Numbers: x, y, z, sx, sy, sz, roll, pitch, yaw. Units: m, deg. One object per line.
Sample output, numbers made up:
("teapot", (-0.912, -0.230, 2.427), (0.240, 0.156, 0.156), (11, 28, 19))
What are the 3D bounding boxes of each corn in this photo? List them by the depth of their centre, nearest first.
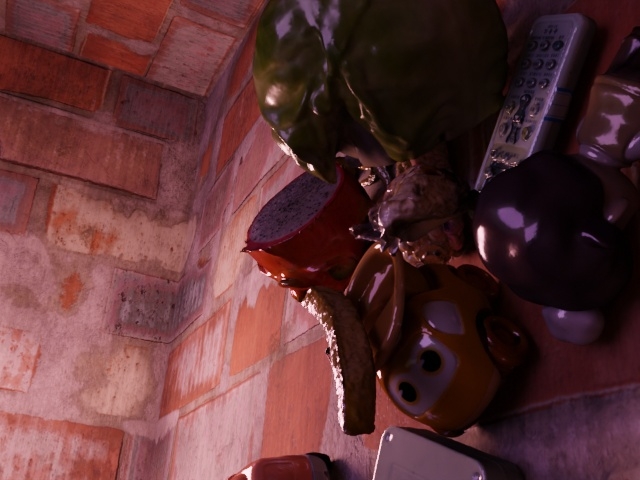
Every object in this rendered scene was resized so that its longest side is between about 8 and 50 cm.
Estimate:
("corn", (0.191, -0.101, 1.341), (0.127, 0.126, 0.335), (-51, 29, 46))

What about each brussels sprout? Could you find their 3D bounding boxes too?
("brussels sprout", (0.086, -0.319, 1.234), (0.425, 0.361, 0.342), (-20, 25, 16))

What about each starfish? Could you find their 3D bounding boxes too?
("starfish", (0.136, -0.187, 1.638), (0.223, 0.050, 0.217), (-29, 42, 54))

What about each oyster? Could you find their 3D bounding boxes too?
("oyster", (0.139, -0.050, 1.056), (0.100, 0.275, 0.271), (63, 151, 4))

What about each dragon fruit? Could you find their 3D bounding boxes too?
("dragon fruit", (0.000, 0.000, 1.612), (0.305, 0.226, 0.305), (-33, 23, 16))

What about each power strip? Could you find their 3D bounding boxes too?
("power strip", (0.145, 0.416, 1.051), (0.229, 0.141, 0.261), (6, 83, 57))

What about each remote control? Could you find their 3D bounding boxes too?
("remote control", (0.325, -0.177, 1.131), (0.128, 0.065, 0.335), (35, 108, 65))

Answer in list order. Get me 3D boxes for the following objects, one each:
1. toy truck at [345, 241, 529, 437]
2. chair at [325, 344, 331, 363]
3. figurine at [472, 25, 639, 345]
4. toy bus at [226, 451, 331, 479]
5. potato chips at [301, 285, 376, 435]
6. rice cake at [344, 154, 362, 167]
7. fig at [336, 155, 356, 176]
("toy truck", (0.162, 0.143, 1.127), (0.288, 0.211, 0.204), (-99, 31, -53))
("chair", (0.032, 0.234, 1.605), (0.037, 0.042, 0.086), (-61, 26, 22))
("figurine", (0.347, -0.076, 0.932), (0.365, 0.206, 0.218), (-49, 47, 0))
("toy bus", (-0.105, 0.549, 1.487), (0.288, 0.232, 0.194), (-52, 34, 41))
("potato chips", (0.030, 0.146, 1.081), (0.407, 0.057, 0.080), (-114, 39, -69))
("rice cake", (0.172, -0.279, 1.512), (0.399, 0.064, 0.070), (-40, 32, 43))
("fig", (0.051, -0.155, 1.787), (0.084, 0.082, 0.098), (-10, 101, 47))
